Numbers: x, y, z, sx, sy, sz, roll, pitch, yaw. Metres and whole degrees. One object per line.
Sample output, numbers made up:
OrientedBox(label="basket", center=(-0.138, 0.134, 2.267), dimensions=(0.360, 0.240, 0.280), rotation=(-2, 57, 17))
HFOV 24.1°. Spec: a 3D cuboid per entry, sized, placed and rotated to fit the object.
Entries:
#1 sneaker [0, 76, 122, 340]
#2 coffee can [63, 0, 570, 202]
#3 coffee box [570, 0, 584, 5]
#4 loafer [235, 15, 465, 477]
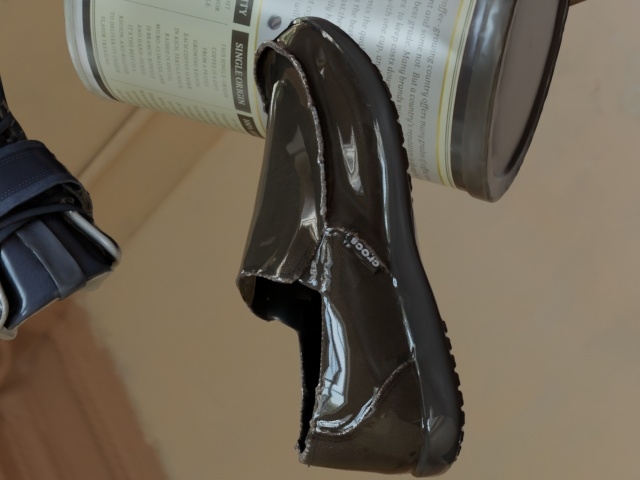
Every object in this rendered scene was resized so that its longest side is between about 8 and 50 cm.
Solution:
OrientedBox(label="sneaker", center=(-0.160, -0.053, 0.704), dimensions=(0.163, 0.086, 0.226), rotation=(49, 153, 26))
OrientedBox(label="coffee can", center=(0.005, -0.155, 0.958), dimensions=(0.275, 0.201, 0.201), rotation=(15, -169, 15))
OrientedBox(label="coffee box", center=(0.269, -0.335, 1.596), dimensions=(0.141, 0.098, 0.246), rotation=(39, 166, -14))
OrientedBox(label="loafer", center=(0.000, 0.000, 0.655), dimensions=(0.080, 0.078, 0.220), rotation=(109, 148, -64))
